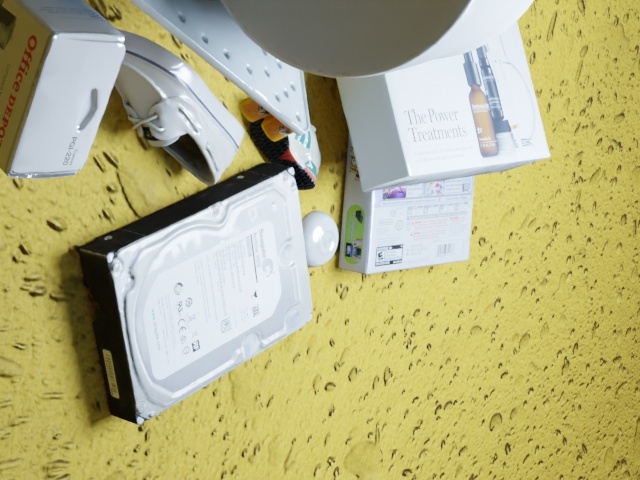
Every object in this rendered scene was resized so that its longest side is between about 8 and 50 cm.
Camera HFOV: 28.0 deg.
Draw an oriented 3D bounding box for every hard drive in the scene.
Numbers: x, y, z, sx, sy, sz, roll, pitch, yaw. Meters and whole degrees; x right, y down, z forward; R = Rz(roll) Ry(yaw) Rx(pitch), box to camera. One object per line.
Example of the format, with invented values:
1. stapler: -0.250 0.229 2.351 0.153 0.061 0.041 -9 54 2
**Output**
1. hard drive: -0.148 0.061 1.665 0.339 0.064 0.237 -28 120 -44

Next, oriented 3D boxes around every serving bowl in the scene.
1. serving bowl: 0.000 0.000 1.853 0.083 0.027 0.083 -17 112 -48

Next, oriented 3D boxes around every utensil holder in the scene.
1. utensil holder: 0.079 -0.346 1.421 0.385 0.327 0.328 -39 131 -68

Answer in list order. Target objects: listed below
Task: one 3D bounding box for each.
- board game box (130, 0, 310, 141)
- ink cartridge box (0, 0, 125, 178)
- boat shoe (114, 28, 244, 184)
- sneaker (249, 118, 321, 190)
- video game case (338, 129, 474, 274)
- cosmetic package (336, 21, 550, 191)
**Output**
1. board game box: -0.156 -0.346 1.408 0.390 0.050 0.390 35 39 -49
2. ink cartridge box: -0.304 -0.183 1.258 0.092 0.218 0.158 -8 130 -49
3. boat shoe: -0.189 -0.155 1.541 0.267 0.096 0.088 47 59 -55
4. sneaker: -0.044 -0.145 1.753 0.161 0.057 0.075 58 39 -39
5. video game case: 0.141 -0.082 1.974 0.269 0.061 0.244 -6 104 -49
6. cosmetic package: 0.175 -0.234 1.884 0.377 0.097 0.284 -11 85 -49
